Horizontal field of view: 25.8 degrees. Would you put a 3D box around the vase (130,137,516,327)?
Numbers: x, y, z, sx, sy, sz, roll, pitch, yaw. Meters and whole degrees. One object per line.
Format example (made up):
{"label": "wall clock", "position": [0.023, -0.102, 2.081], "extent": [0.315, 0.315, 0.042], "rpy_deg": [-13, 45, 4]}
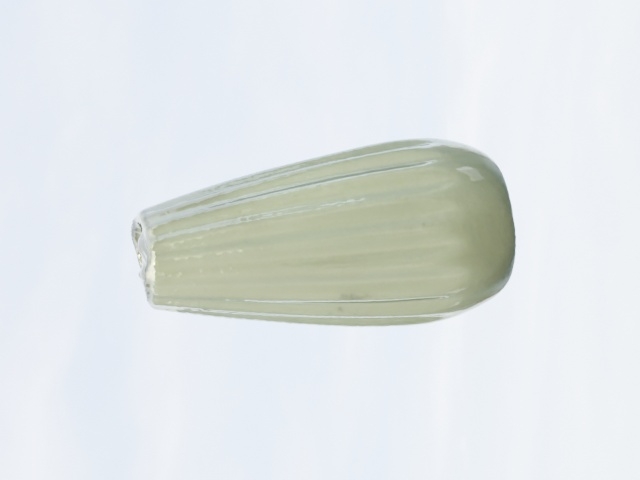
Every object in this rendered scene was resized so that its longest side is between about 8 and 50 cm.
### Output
{"label": "vase", "position": [0.000, 0.000, 0.937], "extent": [0.128, 0.248, 0.128], "rpy_deg": [174, 90, -78]}
